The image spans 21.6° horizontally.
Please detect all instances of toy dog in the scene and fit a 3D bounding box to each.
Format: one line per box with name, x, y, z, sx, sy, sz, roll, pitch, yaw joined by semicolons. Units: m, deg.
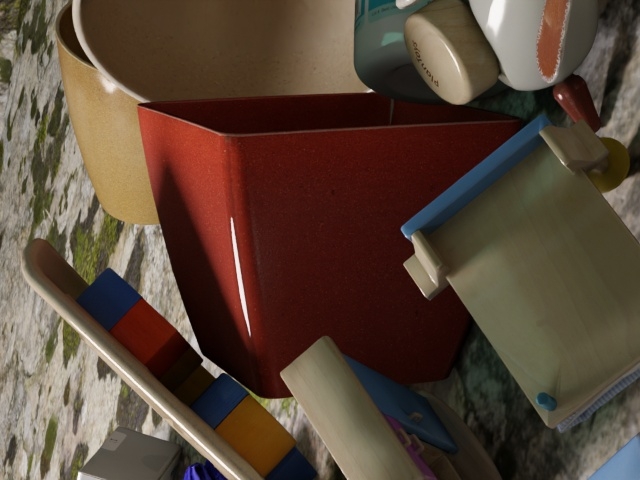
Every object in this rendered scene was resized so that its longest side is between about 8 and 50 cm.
toy dog;0.183;-0.172;1.214;0.220;0.161;0.333;-40;-5;2

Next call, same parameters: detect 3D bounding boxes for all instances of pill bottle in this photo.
pill bottle;0.104;-0.262;1.456;0.146;0.146;0.264;151;124;-61

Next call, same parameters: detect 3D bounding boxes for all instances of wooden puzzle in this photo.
wooden puzzle;-0.106;0.156;1.538;0.348;0.080;0.322;45;172;23

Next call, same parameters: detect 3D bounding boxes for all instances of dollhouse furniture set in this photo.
dollhouse furniture set;0.180;0.112;1.248;0.303;0.198;0.286;-41;60;11

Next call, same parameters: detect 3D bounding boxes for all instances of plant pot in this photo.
plant pot;-0.216;-0.154;2.088;0.237;0.237;0.254;-111;24;-50
plant pot;0.000;0.000;1.487;0.267;0.267;0.236;-155;63;-66

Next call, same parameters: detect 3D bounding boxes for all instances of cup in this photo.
cup;-0.071;-0.302;1.667;0.331;0.331;0.237;130;147;-50

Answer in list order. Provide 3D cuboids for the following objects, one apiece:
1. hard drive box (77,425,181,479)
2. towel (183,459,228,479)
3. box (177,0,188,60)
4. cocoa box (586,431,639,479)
hard drive box;-0.252;0.367;2.023;0.181;0.089;0.232;-52;-22;-77
towel;-0.089;0.386;1.687;0.228;0.076;0.308;-64;38;33
box;-0.098;-0.203;1.850;0.021;0.201;0.165;-5;74;36
cocoa box;0.231;0.306;0.849;0.231;0.227;0.347;125;146;-45
